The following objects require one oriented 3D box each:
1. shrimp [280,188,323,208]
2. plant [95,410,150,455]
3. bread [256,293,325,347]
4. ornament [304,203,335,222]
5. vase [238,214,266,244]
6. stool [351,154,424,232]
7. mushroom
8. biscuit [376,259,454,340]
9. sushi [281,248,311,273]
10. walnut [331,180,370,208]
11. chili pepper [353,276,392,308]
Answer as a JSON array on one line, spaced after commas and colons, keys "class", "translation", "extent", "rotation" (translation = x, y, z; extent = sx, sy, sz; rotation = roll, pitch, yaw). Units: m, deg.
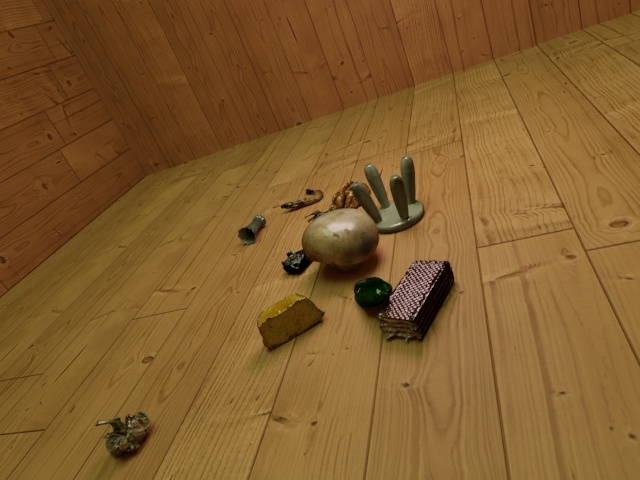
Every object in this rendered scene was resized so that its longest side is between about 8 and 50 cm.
[{"class": "shrimp", "translation": [-0.082, -0.188, 2.141], "extent": [0.195, 0.035, 0.147], "rotation": [-15, 29, 3]}, {"class": "plant", "translation": [-0.487, 0.457, 1.177], "extent": [0.105, 0.122, 0.116], "rotation": [-15, 32, 42]}, {"class": "bread", "translation": [-0.087, 0.213, 1.316], "extent": [0.187, 0.103, 0.065], "rotation": [-32, 24, -5]}, {"class": "ornament", "translation": [0.004, -0.111, 1.938], "extent": [0.125, 0.028, 0.073], "rotation": [-33, 28, -14]}, {"class": "vase", "translation": [-0.278, -0.053, 2.015], "extent": [0.081, 0.081, 0.148], "rotation": [-12, 24, 24]}, {"class": "stool", "translation": [0.233, -0.157, 1.641], "extent": [0.195, 0.198, 0.195], "rotation": [-8, 28, 32]}, {"class": "mushroom", "translation": [0.062, -0.004, 1.508], "extent": [0.255, 0.184, 0.255], "rotation": [-21, 23, 10]}, {"class": "biscuit", "translation": [0.241, 0.146, 1.205], "extent": [0.106, 0.070, 0.252], "rotation": [-1, 34, 41]}, {"class": "sushi", "translation": [-0.084, 0.074, 1.635], "extent": [0.085, 0.056, 0.083], "rotation": [-2, 41, 36]}, {"class": "walnut", "translation": [0.120, -0.187, 1.929], "extent": [0.143, 0.069, 0.170], "rotation": [10, 40, 28]}, {"class": "chili pepper", "translation": [0.146, 0.133, 1.264], "extent": [0.108, 0.062, 0.216], "rotation": [-27, 3, -4]}]
